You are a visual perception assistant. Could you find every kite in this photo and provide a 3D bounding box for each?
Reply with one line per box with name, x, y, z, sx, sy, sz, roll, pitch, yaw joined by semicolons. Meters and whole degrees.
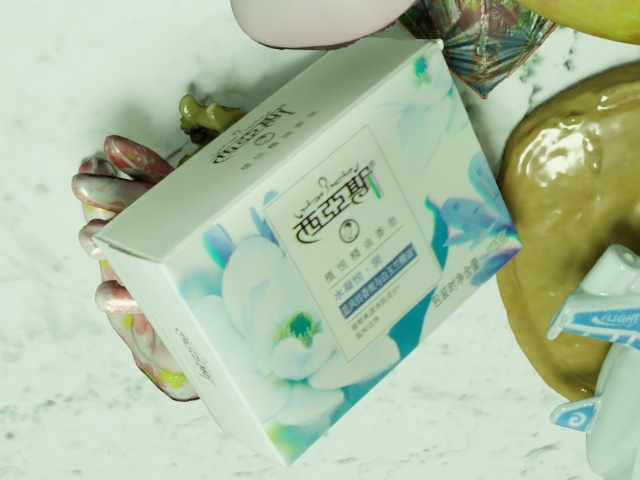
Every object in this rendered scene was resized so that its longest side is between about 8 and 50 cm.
kite;0.127;-0.185;0.922;0.190;0.010;0.159;-3;121;-1

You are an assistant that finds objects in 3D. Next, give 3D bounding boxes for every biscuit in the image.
biscuit;0.334;0.010;1.018;0.365;0.062;0.385;-27;119;14

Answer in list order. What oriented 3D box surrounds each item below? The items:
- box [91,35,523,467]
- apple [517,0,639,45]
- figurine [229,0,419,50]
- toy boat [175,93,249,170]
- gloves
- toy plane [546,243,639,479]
box;0.001;0.001;0.898;0.274;0.116;0.203;-40;121;-21
apple;0.240;-0.300;0.680;0.400;0.333;0.400;2;105;7
figurine;-0.114;-0.264;0.758;0.206;0.284;0.315;-45;138;13
toy boat;-0.048;-0.025;0.974;0.088;0.068;0.226;-44;123;-18
gloves;-0.134;0.015;0.978;0.126;0.145;0.241;-4;127;-9
toy plane;0.304;0.101;0.969;0.266;0.123;0.267;-1;122;-2
